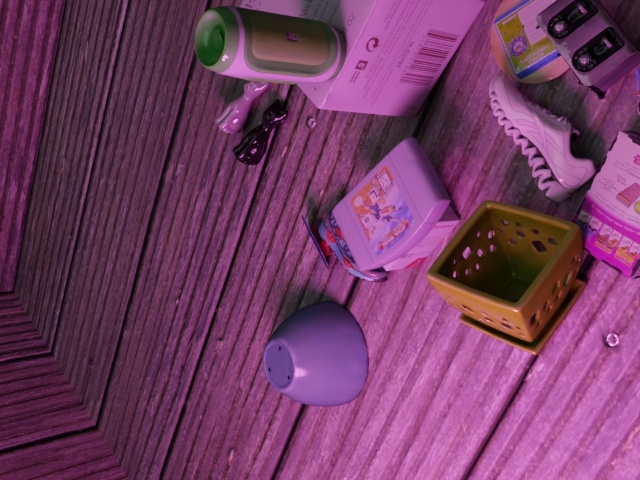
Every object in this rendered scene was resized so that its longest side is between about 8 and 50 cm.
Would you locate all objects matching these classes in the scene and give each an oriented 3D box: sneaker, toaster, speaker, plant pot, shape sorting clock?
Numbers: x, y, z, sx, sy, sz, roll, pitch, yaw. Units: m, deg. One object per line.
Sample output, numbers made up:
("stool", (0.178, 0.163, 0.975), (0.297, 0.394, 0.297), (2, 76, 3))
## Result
("sneaker", (0.092, -0.001, 1.933), (0.262, 0.104, 0.125), (48, 124, 33))
("toaster", (0.499, -0.364, 1.394), (0.110, 0.185, 0.168), (-37, 76, 26))
("speaker", (-0.092, -0.376, 1.467), (0.131, 0.296, 0.131), (7, 99, 47))
("plant pot", (-0.040, 0.319, 2.041), (0.290, 0.195, 0.290), (6, 98, 47))
("sneaker", (0.449, -0.224, 1.532), (0.118, 0.110, 0.292), (-39, 74, 34))
("shape sorting clock", (0.445, -0.426, 1.549), (0.206, 0.040, 0.206), (4, 96, 41))
("plant pot", (0.384, 0.083, 1.512), (0.228, 0.227, 0.207), (23, 154, 43))

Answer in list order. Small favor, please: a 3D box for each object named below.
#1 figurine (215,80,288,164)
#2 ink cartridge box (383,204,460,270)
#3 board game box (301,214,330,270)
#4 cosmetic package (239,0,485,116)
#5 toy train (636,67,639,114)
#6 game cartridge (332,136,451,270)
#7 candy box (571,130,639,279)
("figurine", (-0.197, -0.369, 2.232), (0.209, 0.092, 0.215), (-48, 59, 30))
("ink cartridge box", (0.210, -0.035, 1.781), (0.176, 0.128, 0.127), (-52, 57, 36))
("board game box", (0.000, 0.000, 2.050), (0.169, 0.033, 0.133), (62, 176, 17))
("cosmetic package", (0.080, -0.530, 1.726), (0.394, 0.327, 0.329), (52, 128, 31))
("toy train", (0.646, -0.270, 1.323), (0.184, 0.080, 0.105), (-6, 84, 48))
("game cartridge", (0.154, -0.066, 1.706), (0.297, 0.062, 0.198), (-44, 57, 39))
("candy box", (0.585, -0.068, 1.413), (0.159, 0.071, 0.234), (42, 123, 37))
